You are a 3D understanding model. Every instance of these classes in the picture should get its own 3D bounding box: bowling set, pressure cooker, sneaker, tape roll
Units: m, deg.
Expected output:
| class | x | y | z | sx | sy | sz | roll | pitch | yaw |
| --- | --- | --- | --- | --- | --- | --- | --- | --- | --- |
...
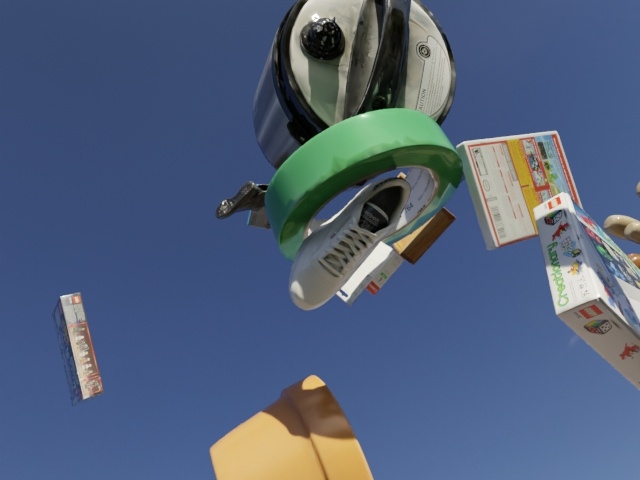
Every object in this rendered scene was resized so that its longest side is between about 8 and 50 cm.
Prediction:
| class | x | y | z | sx | sy | sz | roll | pitch | yaw |
| --- | --- | --- | --- | --- | --- | --- | --- | --- | --- |
| bowling set | 0.698 | 0.030 | 0.966 | 0.154 | 0.200 | 0.287 | 19 | -38 | 5 |
| pressure cooker | 0.060 | -0.301 | 0.925 | 0.375 | 0.420 | 0.370 | -31 | -88 | -18 |
| sneaker | 0.039 | 0.000 | 0.645 | 0.090 | 0.095 | 0.235 | 39 | -97 | -8 |
| sneaker | -0.194 | -0.099 | 1.213 | 0.170 | 0.051 | 0.089 | -38 | -38 | 15 |
| tape roll | 0.071 | -0.072 | 0.746 | 0.321 | 0.077 | 0.321 | -19 | -26 | -10 |

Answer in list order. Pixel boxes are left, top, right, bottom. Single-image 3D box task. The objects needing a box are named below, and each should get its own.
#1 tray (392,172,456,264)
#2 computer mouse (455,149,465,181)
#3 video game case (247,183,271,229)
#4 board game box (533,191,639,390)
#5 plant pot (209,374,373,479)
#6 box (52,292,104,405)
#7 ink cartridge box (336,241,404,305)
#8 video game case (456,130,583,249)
| class | x | y | z | sx | sy | sz | roll | pitch | yaw |
| --- | --- | --- | --- | --- | --- | --- | --- | --- | --- |
| tray | 0.308 | -0.091 | 1.601 | 0.076 | 0.411 | 0.203 | 35 | -76 | -22 |
| computer mouse | 0.278 | -0.138 | 1.145 | 0.272 | 0.072 | 0.188 | -45 | -24 | 10 |
| video game case | -0.120 | -0.087 | 1.301 | 0.166 | 0.015 | 0.119 | 10 | -81 | -28 |
| board game box | 0.405 | 0.095 | 0.596 | 0.305 | 0.193 | 0.053 | 38 | -50 | -18 |
| plant pot | -0.053 | 0.395 | 0.731 | 0.203 | 0.291 | 0.291 | -16 | -56 | -20 |
| box | -0.332 | 0.150 | 0.612 | 0.027 | 0.137 | 0.094 | -10 | -16 | -40 |
| ink cartridge box | 0.077 | 0.056 | 0.741 | 0.115 | 0.063 | 0.029 | -50 | -53 | -2 |
| video game case | 0.401 | -0.107 | 0.886 | 0.285 | 0.025 | 0.204 | -12 | -96 | -29 |
